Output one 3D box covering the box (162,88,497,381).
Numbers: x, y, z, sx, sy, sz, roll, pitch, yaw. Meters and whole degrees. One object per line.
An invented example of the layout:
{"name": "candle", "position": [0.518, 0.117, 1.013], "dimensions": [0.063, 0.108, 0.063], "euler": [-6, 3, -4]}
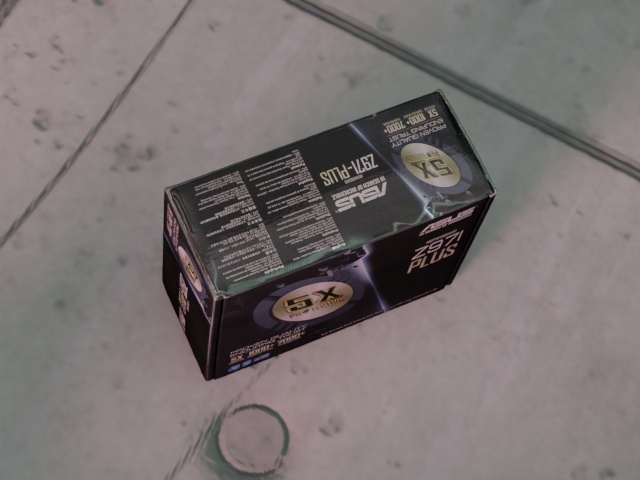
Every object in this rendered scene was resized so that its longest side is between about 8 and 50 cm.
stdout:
{"name": "box", "position": [0.000, 0.000, 0.938], "dimensions": [0.180, 0.147, 0.078], "euler": [-21, 70, -15]}
